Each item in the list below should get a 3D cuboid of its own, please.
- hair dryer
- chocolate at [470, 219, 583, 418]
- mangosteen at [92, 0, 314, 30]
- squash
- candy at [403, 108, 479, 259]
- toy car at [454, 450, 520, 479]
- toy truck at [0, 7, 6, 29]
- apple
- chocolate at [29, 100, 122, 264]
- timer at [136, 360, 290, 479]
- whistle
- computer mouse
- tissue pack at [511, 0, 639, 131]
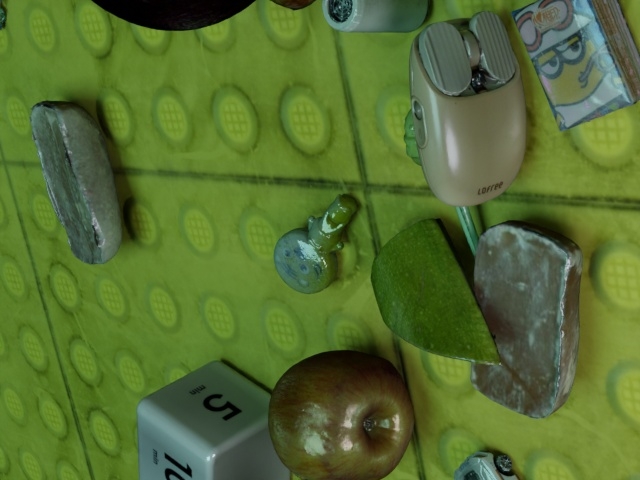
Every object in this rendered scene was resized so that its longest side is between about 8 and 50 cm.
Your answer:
[{"bbox_3d":[0.077,-0.377,1.617,0.073,0.131,0.237,21,111,43],"label":"hair dryer"},{"bbox_3d":[0.277,0.094,1.669,0.157,0.080,0.254,22,119,48],"label":"chocolate"},{"bbox_3d":[-0.142,-0.451,1.646,0.435,0.382,0.382,11,123,9],"label":"mangosteen"},{"bbox_3d":[0.143,0.116,1.733,0.169,0.093,0.252,105,153,-46],"label":"squash"},{"bbox_3d":[0.191,-0.029,1.714,0.093,0.092,0.336,-16,109,13],"label":"candy"},{"bbox_3d":[0.271,0.392,1.855,0.205,0.056,0.095,54,138,13],"label":"toy car"},{"bbox_3d":[-0.612,-0.453,2.345,0.067,0.081,0.175,41,136,22],"label":"toy truck"},{"bbox_3d":[0.030,0.265,1.929,0.188,0.211,0.211,-1,109,55],"label":"apple"},{"bbox_3d":[-0.423,-0.108,2.311,0.185,0.100,0.303,3,110,58],"label":"chocolate"},{"bbox_3d":[-0.180,0.351,2.216,0.195,0.194,0.192,29,130,36],"label":"timer"},{"bbox_3d":[0.000,0.000,1.949,0.104,0.057,0.198,42,130,9],"label":"whistle"},{"bbox_3d":[0.182,-0.157,1.585,0.082,0.145,0.237,23,124,60],"label":"computer mouse"},{"bbox_3d":[0.299,-0.214,1.490,0.115,0.065,0.155,-20,95,50],"label":"tissue pack"}]
